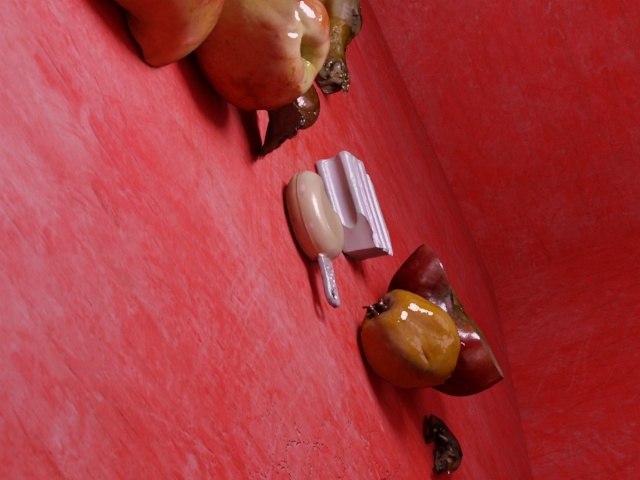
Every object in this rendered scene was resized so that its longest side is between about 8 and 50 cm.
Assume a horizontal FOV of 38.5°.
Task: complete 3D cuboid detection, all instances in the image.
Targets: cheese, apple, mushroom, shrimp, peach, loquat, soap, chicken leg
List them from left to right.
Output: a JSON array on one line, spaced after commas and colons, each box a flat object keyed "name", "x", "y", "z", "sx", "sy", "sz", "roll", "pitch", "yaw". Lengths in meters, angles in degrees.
[{"name": "apple", "x": -0.222, "y": -0.410, "z": 1.295, "sx": 0.293, "sy": 0.163, "sz": 0.251, "roll": 55, "pitch": 23, "yaw": -49}, {"name": "peach", "x": -0.118, "y": -0.342, "z": 1.502, "sx": 0.232, "sy": 0.256, "sz": 0.232, "roll": -54, "pitch": 158, "yaw": -33}, {"name": "mushroom", "x": -0.055, "y": -0.291, "z": 1.909, "sx": 0.127, "sy": 0.087, "sz": 0.127, "roll": 28, "pitch": 48, "yaw": -36}, {"name": "cheese", "x": -0.007, "y": -0.006, "z": 1.712, "sx": 0.249, "sy": 0.071, "sz": 0.163, "roll": -94, "pitch": 158, "yaw": -43}, {"name": "chicken leg", "x": 0.028, "y": -0.547, "z": 2.414, "sx": 0.201, "sy": 0.152, "sz": 0.429, "roll": 38, "pitch": 41, "yaw": -42}, {"name": "soap", "x": 0.074, "y": -0.067, "z": 2.037, "sx": 0.145, "sy": 0.091, "sz": 0.230, "roll": 23, "pitch": 49, "yaw": -66}, {"name": "loquat", "x": 0.181, "y": 0.201, "z": 1.884, "sx": 0.234, "sy": 0.176, "sz": 0.187, "roll": 37, "pitch": 53, "yaw": -6}, {"name": "shrimp", "x": 0.292, "y": 0.479, "z": 2.171, "sx": 0.145, "sy": 0.059, "sz": 0.254, "roll": 71, "pitch": 15, "yaw": 14}, {"name": "apple", "x": 0.296, "y": 0.189, "z": 2.135, "sx": 0.365, "sy": 0.295, "sz": 0.329, "roll": 28, "pitch": 72, "yaw": -78}]

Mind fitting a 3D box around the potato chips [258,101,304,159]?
[{"name": "potato chips", "x": -0.092, "y": -0.237, "z": 1.645, "sx": 0.167, "sy": 0.059, "sz": 0.228, "roll": 118, "pitch": -35, "yaw": -51}]
